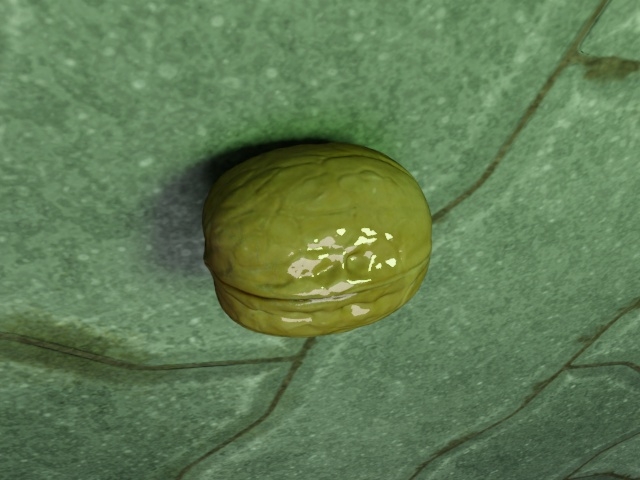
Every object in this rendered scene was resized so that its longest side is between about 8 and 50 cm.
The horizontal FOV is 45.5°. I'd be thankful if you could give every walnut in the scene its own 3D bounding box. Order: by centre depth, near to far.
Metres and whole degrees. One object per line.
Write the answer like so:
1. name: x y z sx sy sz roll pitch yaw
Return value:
1. walnut: 0.000 0.000 0.644 0.197 0.165 0.165 -2 143 -10
